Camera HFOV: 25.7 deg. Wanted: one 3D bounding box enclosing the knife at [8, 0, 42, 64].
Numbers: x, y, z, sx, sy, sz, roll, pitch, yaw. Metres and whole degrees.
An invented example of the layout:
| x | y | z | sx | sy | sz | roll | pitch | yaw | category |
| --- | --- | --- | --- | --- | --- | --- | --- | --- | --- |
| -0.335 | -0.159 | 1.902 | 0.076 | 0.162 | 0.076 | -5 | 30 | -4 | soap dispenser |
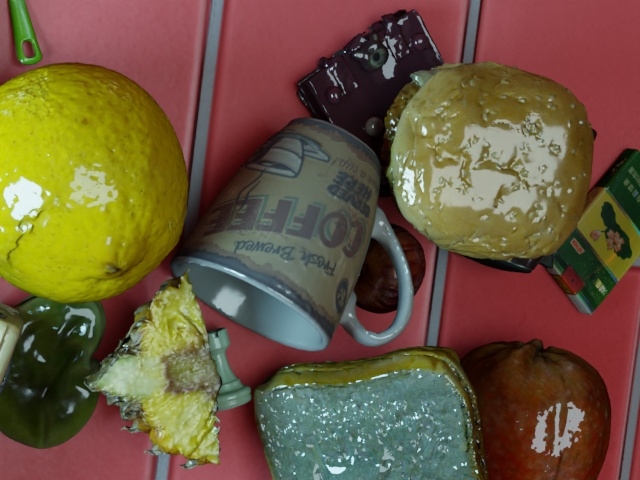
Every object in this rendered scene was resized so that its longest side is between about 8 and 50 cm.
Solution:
| x | y | z | sx | sy | sz | roll | pitch | yaw | category |
| --- | --- | --- | --- | --- | --- | --- | --- | --- | --- |
| -0.363 | -0.295 | 1.693 | 0.078 | 0.022 | 0.166 | -13 | 101 | -20 | knife |

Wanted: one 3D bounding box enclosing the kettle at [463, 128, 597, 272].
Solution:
| x | y | z | sx | sy | sz | roll | pitch | yaw | category |
| --- | --- | --- | --- | --- | --- | --- | --- | --- | --- |
| 0.268 | -0.076 | 2.001 | 0.202 | 0.144 | 0.232 | 19 | 89 | -9 | kettle |

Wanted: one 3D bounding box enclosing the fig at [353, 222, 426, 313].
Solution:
| x | y | z | sx | sy | sz | roll | pitch | yaw | category |
| --- | --- | --- | --- | --- | --- | --- | --- | --- | --- |
| 0.087 | 0.041 | 1.930 | 0.128 | 0.128 | 0.150 | -62 | 158 | -8 | fig |

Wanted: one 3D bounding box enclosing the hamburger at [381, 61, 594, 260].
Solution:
| x | y | z | sx | sy | sz | roll | pitch | yaw | category |
| --- | --- | --- | --- | --- | --- | --- | --- | --- | --- |
| 0.220 | -0.105 | 1.853 | 0.283 | 0.144 | 0.259 | 5 | 96 | -7 | hamburger |

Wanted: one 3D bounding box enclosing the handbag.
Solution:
| x | y | z | sx | sy | sz | roll | pitch | yaw | category |
| --- | --- | --- | --- | --- | --- | --- | --- | --- | --- |
| 0.094 | -0.188 | 1.925 | 0.203 | 0.074 | 0.216 | -36 | 111 | -21 | handbag |

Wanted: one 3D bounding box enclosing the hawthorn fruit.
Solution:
| x | y | z | sx | sy | sz | roll | pitch | yaw | category |
| --- | --- | --- | --- | --- | --- | --- | --- | --- | --- |
| 0.295 | 0.266 | 1.992 | 0.258 | 0.258 | 0.261 | -13 | 82 | -26 | hawthorn fruit |

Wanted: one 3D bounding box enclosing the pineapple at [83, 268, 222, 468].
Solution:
| x | y | z | sx | sy | sz | roll | pitch | yaw | category |
| --- | --- | --- | --- | --- | --- | --- | --- | --- | --- |
| -0.228 | 0.174 | 1.753 | 0.164 | 0.140 | 0.249 | -21 | 105 | -28 | pineapple |

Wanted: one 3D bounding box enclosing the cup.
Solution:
| x | y | z | sx | sy | sz | roll | pitch | yaw | category |
| --- | --- | --- | --- | --- | --- | --- | --- | --- | --- |
| 0.000 | 0.000 | 1.797 | 0.301 | 0.227 | 0.257 | 31 | 75 | -4 | cup |

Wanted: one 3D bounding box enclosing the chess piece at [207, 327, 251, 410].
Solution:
| x | y | z | sx | sy | sz | roll | pitch | yaw | category |
| --- | --- | --- | --- | --- | --- | --- | --- | --- | --- |
| -0.132 | 0.169 | 1.853 | 0.067 | 0.067 | 0.103 | -14 | 94 | -26 | chess piece |

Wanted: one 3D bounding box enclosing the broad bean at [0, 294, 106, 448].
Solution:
| x | y | z | sx | sy | sz | roll | pitch | yaw | category |
| --- | --- | --- | --- | --- | --- | --- | --- | --- | --- |
| -0.339 | 0.155 | 1.732 | 0.153 | 0.072 | 0.206 | 23 | 87 | -12 | broad bean |

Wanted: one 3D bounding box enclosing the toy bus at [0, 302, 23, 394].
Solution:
| x | y | z | sx | sy | sz | roll | pitch | yaw | category |
| --- | --- | --- | --- | --- | --- | --- | --- | --- | --- |
| -0.471 | 0.229 | 1.579 | 0.177 | 0.202 | 0.365 | 20 | 87 | -14 | toy bus |

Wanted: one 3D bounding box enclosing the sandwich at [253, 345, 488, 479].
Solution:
| x | y | z | sx | sy | sz | roll | pitch | yaw | category |
| --- | --- | --- | --- | --- | --- | --- | --- | --- | --- |
| 0.071 | 0.284 | 1.870 | 0.301 | 0.099 | 0.271 | -10 | 103 | 13 | sandwich |

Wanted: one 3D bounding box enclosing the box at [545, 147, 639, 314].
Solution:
| x | y | z | sx | sy | sz | roll | pitch | yaw | category |
| --- | --- | --- | --- | --- | --- | --- | --- | --- | --- |
| 0.443 | -0.015 | 2.155 | 0.235 | 0.034 | 0.132 | -49 | 116 | -15 | box |

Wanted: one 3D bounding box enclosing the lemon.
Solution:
| x | y | z | sx | sy | sz | roll | pitch | yaw | category |
| --- | --- | --- | --- | --- | --- | --- | --- | --- | --- |
| -0.287 | -0.066 | 1.621 | 0.293 | 0.293 | 0.293 | -4 | 98 | -28 | lemon |
